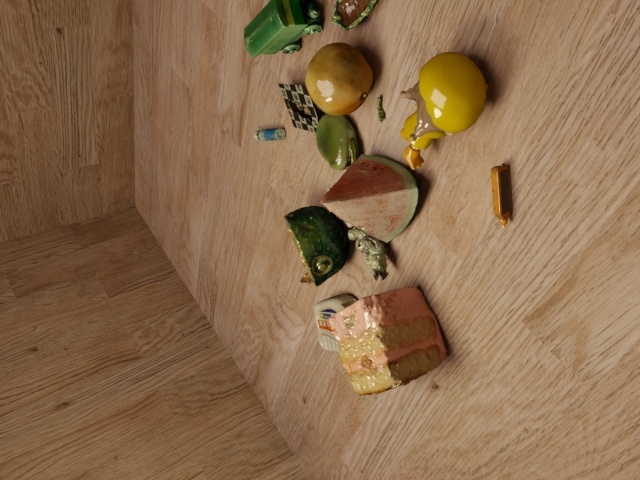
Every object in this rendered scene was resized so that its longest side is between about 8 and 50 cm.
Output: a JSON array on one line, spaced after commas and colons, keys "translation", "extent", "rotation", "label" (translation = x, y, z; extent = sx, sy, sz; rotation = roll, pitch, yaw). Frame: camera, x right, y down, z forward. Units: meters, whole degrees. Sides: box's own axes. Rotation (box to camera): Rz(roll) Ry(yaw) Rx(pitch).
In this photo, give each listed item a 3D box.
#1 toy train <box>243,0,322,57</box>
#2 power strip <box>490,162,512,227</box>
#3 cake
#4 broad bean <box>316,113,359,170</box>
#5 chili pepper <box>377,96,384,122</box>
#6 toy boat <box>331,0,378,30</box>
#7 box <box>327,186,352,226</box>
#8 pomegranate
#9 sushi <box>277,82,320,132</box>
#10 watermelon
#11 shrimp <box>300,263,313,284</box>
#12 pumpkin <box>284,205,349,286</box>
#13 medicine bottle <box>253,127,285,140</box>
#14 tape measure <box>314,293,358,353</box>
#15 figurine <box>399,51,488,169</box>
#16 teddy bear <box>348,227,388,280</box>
[{"translation": [-0.127, -0.741, 1.927], "extent": [0.300, 0.202, 0.120], "rotation": [-12, 93, 58], "label": "toy train"}, {"translation": [0.490, -0.121, 1.497], "extent": [0.028, 0.049, 0.178], "rotation": [17, 121, 57], "label": "power strip"}, {"translation": [0.228, 0.345, 1.924], "extent": [0.314, 0.293, 0.307], "rotation": [-36, 72, 52], "label": "cake"}, {"translation": [0.059, -0.351, 1.958], "extent": [0.228, 0.100, 0.169], "rotation": [50, 128, 22], "label": "broad bean"}, {"translation": [0.193, -0.423, 1.794], "extent": [0.027, 0.022, 0.083], "rotation": [11, 112, 55], "label": "chili pepper"}, {"translation": [0.129, -0.736, 1.653], "extent": [0.293, 0.099, 0.109], "rotation": [-27, 84, 65], "label": "toy boat"}, {"translation": [0.081, -0.128, 2.101], "extent": [0.154, 0.040, 0.084], "rotation": [45, 139, 35], "label": "box"}, {"translation": [0.063, -0.510, 1.766], "extent": [0.233, 0.233, 0.233], "rotation": [32, 132, 44], "label": "pomegranate"}, {"translation": [-0.058, -0.510, 2.087], "extent": [0.215, 0.050, 0.192], "rotation": [27, 145, 52], "label": "sushi"}, {"translation": [0.167, -0.168, 1.786], "extent": [0.250, 0.292, 0.283], "rotation": [-46, 64, 23], "label": "watermelon"}, {"translation": [-0.041, 0.107, 2.398], "extent": [0.133, 0.053, 0.236], "rotation": [54, 141, 19], "label": "shrimp"}, {"translation": [0.000, 0.000, 2.147], "extent": [0.263, 0.196, 0.293], "rotation": [53, 165, 56], "label": "pumpkin"}, {"translation": [-0.218, -0.450, 2.355], "extent": [0.191, 0.051, 0.051], "rotation": [9, 115, 53], "label": "medicine bottle"}, {"translation": [0.098, 0.353, 2.266], "extent": [0.258, 0.130, 0.265], "rotation": [-2, 100, 53], "label": "tape measure"}, {"translation": [0.318, -0.350, 1.520], "extent": [0.344, 0.187, 0.215], "rotation": [121, 135, -58], "label": "figurine"}, {"translation": [0.195, 0.038, 1.972], "extent": [0.213, 0.111, 0.133], "rotation": [58, -171, 34], "label": "teddy bear"}]
